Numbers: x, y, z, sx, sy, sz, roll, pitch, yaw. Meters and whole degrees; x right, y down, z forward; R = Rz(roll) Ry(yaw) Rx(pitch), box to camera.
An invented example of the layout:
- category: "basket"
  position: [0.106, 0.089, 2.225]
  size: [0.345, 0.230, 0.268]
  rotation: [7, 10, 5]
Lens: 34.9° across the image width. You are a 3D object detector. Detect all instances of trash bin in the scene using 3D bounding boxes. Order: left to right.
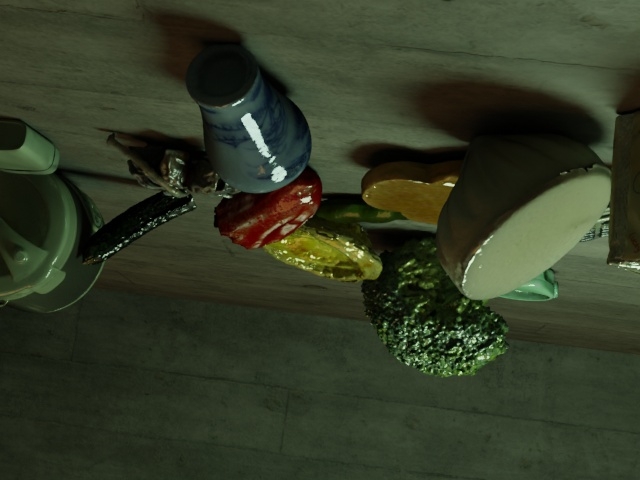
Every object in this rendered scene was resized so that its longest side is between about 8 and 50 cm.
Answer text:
- category: "trash bin"
  position: [-0.515, -0.156, 1.700]
  size: [0.116, 0.059, 0.130]
  rotation: [3, 167, 10]

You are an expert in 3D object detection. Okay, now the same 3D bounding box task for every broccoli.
- category: "broccoli"
  position: [0.239, 0.113, 2.096]
  size: [0.249, 0.302, 0.375]
  rotation: [44, 173, -36]

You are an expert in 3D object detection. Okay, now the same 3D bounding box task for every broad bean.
- category: "broad bean"
  position: [0.096, -0.056, 1.830]
  size: [0.255, 0.046, 0.065]
  rotation: [-2, 159, 34]

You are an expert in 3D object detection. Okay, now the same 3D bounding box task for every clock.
- category: "clock"
  position: [0.454, 0.095, 2.292]
  size: [0.159, 0.065, 0.211]
  rotation: [0, 167, 34]

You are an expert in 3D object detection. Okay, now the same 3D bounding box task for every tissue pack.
- category: "tissue pack"
  position: [0.432, -0.050, 1.249]
  size: [0.148, 0.196, 0.092]
  rotation: [15, 167, -32]

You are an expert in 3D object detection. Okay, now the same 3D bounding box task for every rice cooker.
- category: "rice cooker"
  position: [-0.567, -0.012, 1.934]
  size: [0.289, 0.288, 0.277]
  rotation: [5, 167, 11]

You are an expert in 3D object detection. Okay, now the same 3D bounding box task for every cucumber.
- category: "cucumber"
  position: [-0.351, -0.030, 1.924]
  size: [0.245, 0.067, 0.067]
  rotation: [-32, -170, -29]

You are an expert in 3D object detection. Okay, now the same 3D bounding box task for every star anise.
- category: "star anise"
  position: [-0.233, -0.111, 1.691]
  size: [0.263, 0.081, 0.230]
  rotation: [12, 179, -33]

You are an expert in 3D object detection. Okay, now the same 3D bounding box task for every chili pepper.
- category: "chili pepper"
  position: [-0.064, -0.064, 1.764]
  size: [0.144, 0.136, 0.253]
  rotation: [41, 148, -18]

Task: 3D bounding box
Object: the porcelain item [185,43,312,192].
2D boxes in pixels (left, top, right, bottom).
- category: "porcelain item"
  position: [-0.093, -0.147, 1.299]
  size: [0.141, 0.141, 0.259]
  rotation: [5, 161, 15]

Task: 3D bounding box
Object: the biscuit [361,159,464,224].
- category: "biscuit"
  position: [0.249, -0.076, 1.611]
  size: [0.376, 0.051, 0.269]
  rotation: [8, 166, -14]

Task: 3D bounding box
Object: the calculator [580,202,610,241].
- category: "calculator"
  position: [0.463, -0.039, 1.581]
  size: [0.177, 0.040, 0.268]
  rotation: [-13, 163, 10]

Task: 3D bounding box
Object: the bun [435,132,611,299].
- category: "bun"
  position: [0.251, -0.061, 1.395]
  size: [0.263, 0.175, 0.263]
  rotation: [-26, 150, -17]

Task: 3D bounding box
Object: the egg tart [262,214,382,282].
- category: "egg tart"
  position: [0.000, 0.000, 2.022]
  size: [0.279, 0.095, 0.279]
  rotation: [17, 162, 6]
